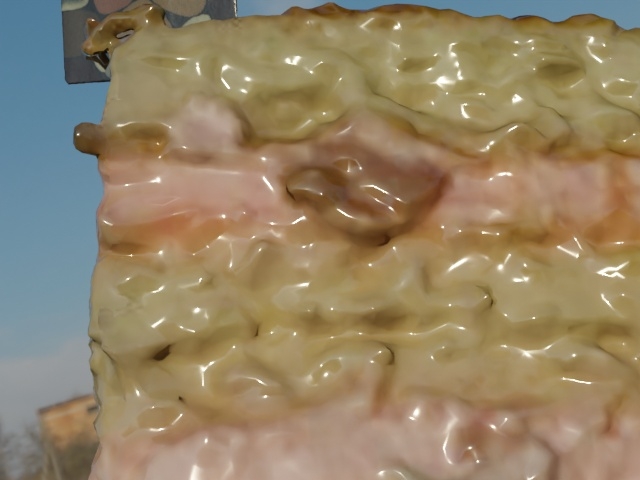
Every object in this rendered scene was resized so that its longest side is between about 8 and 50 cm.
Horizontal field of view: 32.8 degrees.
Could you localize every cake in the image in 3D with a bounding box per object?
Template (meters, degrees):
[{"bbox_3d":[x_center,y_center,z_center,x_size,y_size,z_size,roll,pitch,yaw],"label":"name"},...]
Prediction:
[{"bbox_3d":[0.041,0.075,0.555,0.314,0.306,0.293,-3,-25,-3],"label":"cake"}]

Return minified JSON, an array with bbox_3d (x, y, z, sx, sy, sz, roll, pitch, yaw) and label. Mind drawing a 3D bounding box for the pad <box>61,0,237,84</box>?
[{"bbox_3d":[-0.144,-0.248,0.880,0.158,0.234,0.003,-5,-4,18],"label":"pad"}]
